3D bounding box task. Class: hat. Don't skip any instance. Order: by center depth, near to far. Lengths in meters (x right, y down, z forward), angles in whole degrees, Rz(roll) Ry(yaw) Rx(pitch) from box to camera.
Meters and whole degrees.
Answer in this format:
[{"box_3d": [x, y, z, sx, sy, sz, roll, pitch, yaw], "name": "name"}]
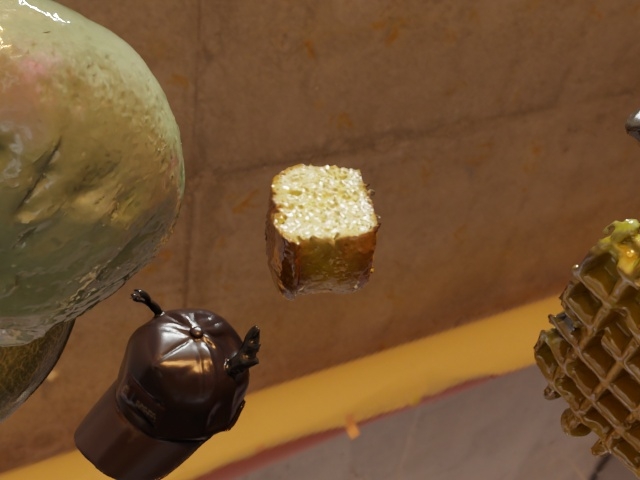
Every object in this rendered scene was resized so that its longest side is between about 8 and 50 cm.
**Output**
[{"box_3d": [-0.246, 0.212, 1.383, 0.336, 0.238, 0.209, -42, -26, -37], "name": "hat"}]

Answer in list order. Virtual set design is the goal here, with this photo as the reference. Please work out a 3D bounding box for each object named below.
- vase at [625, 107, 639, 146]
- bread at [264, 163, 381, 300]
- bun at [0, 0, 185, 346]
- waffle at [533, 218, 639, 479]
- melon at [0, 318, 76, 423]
[{"box_3d": [0.357, -0.018, 0.782, 0.115, 0.115, 0.237, -31, -78, -8], "name": "vase"}, {"box_3d": [0.000, 0.000, 1.509, 0.194, 0.340, 0.179, -3, -65, -3], "name": "bread"}, {"box_3d": [-0.225, -0.024, 0.541, 0.283, 0.179, 0.283, -2, -31, -1], "name": "bun"}, {"box_3d": [0.305, 0.124, 0.853, 0.065, 0.283, 0.309, -24, -75, -24], "name": "waffle"}, {"box_3d": [-0.372, 0.059, 0.892, 0.237, 0.301, 0.237, 5, -31, 3], "name": "melon"}]
